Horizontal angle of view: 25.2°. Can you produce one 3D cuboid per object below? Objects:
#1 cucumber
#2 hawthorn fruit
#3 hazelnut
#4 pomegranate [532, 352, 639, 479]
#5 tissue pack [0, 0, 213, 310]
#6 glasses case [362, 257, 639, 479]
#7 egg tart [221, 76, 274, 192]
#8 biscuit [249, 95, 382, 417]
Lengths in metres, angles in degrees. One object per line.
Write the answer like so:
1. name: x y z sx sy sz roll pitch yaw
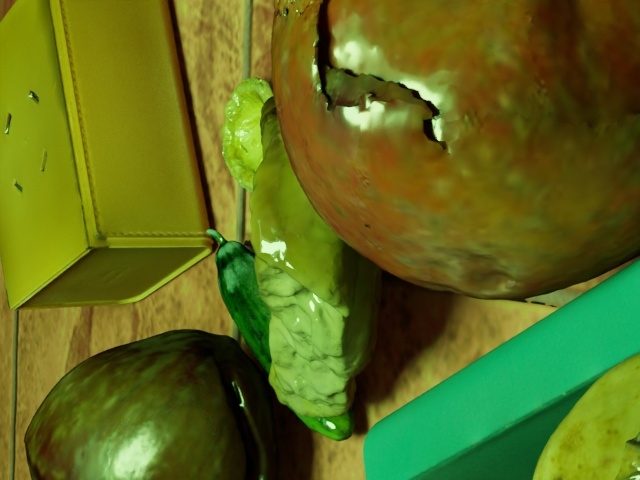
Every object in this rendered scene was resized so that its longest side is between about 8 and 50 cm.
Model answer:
1. cucumber: -0.036 0.078 1.194 0.250 0.056 0.056 57 134 36
2. hawthorn fruit: 0.101 -0.078 0.840 0.307 0.276 0.276 97 153 -57
3. hazelnut: -0.138 0.167 1.190 0.234 0.218 0.218 -148 62 -77
4. pomegranate: 0.217 0.147 0.682 0.248 0.248 0.248 1 91 55
5. tissue pack: -0.222 -0.090 1.376 0.194 0.145 0.274 -29 66 49
6. glasses case: 0.153 0.090 0.875 0.301 0.117 0.070 -41 47 46
7. egg tart: -0.047 -0.089 1.216 0.105 0.039 0.105 0 90 55
8. biscuit: 0.001 0.000 1.030 0.274 0.091 0.213 80 -168 -69
